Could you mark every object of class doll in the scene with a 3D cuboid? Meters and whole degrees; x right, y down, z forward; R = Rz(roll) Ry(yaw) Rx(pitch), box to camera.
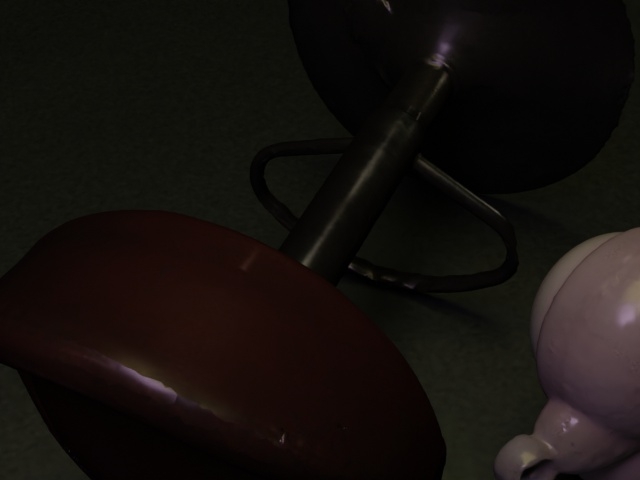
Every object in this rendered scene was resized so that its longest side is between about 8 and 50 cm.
[{"bbox_3d":[0.223,0.023,0.665,0.365,0.160,0.094,-31,44,-27],"label":"doll"}]

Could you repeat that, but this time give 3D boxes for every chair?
[{"bbox_3d":[0.000,0.000,0.642,0.227,0.226,0.401,17,45,18],"label":"chair"}]
